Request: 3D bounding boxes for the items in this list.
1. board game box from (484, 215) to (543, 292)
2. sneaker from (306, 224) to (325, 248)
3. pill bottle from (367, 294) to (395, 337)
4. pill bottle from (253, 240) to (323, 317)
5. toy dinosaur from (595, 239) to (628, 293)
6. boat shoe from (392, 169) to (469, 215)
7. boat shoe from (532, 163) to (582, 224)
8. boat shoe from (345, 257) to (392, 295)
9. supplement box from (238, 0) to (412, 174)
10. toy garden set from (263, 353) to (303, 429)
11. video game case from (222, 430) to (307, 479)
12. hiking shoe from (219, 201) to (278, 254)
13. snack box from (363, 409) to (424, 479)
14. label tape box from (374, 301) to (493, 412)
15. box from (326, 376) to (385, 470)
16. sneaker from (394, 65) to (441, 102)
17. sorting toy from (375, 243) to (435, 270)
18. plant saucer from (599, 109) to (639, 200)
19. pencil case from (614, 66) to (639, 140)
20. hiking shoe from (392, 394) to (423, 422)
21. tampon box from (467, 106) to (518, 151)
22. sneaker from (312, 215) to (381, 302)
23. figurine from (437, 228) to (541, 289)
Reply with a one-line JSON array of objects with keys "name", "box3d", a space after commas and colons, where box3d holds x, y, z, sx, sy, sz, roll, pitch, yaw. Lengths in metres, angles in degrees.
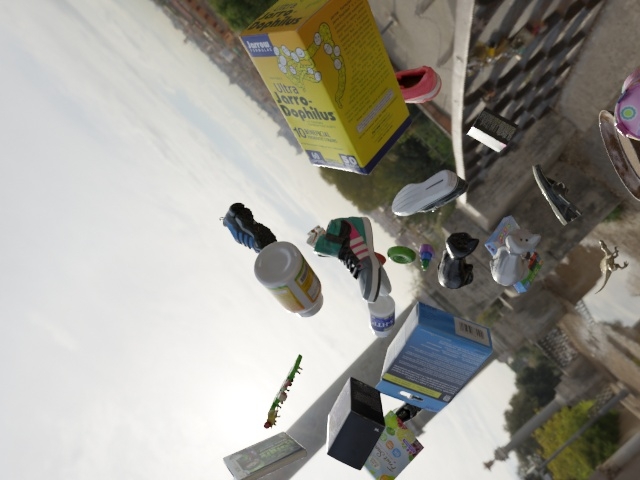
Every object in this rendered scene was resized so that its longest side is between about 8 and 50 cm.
[{"name": "board game box", "box3d": [0.664, 0.045, 1.651, 0.212, 0.160, 0.039, 51, 148, -9]}, {"name": "sneaker", "box3d": [0.000, 0.000, 1.830, 0.083, 0.084, 0.215, 54, -172, -11]}, {"name": "pill bottle", "box3d": [0.248, 0.310, 1.965, 0.112, 0.111, 0.187, 48, 159, 38]}, {"name": "pill bottle", "box3d": [-0.076, 0.120, 1.348, 0.136, 0.136, 0.246, 48, 173, 38]}, {"name": "toy dinosaur", "box3d": [0.941, 0.086, 1.568, 0.053, 0.183, 0.092, 12, 166, -8]}, {"name": "boat shoe", "box3d": [0.395, -0.151, 1.761, 0.119, 0.121, 0.335, 21, 160, -24]}, {"name": "boat shoe", "box3d": [0.811, -0.169, 1.668, 0.233, 0.079, 0.084, 58, -155, 1]}, {"name": "boat shoe", "box3d": [0.129, 0.071, 1.656, 0.302, 0.094, 0.109, 54, -153, -4]}, {"name": "supplement box", "box3d": [0.024, -0.348, 1.064, 0.194, 0.195, 0.357, 18, 151, 45]}, {"name": "toy garden set", "box3d": [-0.134, 0.585, 1.838, 0.049, 0.244, 0.204, 28, -160, 0]}, {"name": "video game case", "box3d": [-0.153, 0.583, 1.305, 0.173, 0.190, 0.022, -9, 95, 65]}, {"name": "hiking shoe", "box3d": [-0.284, -0.015, 2.003, 0.304, 0.132, 0.113, 51, -139, 4]}, {"name": "snack box", "box3d": [0.235, 0.745, 1.725, 0.174, 0.207, 0.070, 46, 159, 17]}, {"name": "label tape box", "box3d": [0.351, 0.387, 1.560, 0.249, 0.348, 0.115, 21, -144, -4]}, {"name": "box", "box3d": [0.099, 0.517, 1.384, 0.108, 0.153, 0.207, 27, -171, -2]}, {"name": "sneaker", "box3d": [0.207, -0.461, 1.483, 0.136, 0.313, 0.116, 11, -117, -69]}, {"name": "sorting toy", "box3d": [0.317, 0.109, 2.064, 0.365, 0.126, 0.127, -12, 141, 40]}, {"name": "plant saucer", "box3d": [0.962, -0.273, 1.508, 0.311, 0.050, 0.311, 52, -155, -37]}, {"name": "pencil case", "box3d": [0.689, -0.296, 1.015, 0.124, 0.124, 0.284, 44, -138, 7]}, {"name": "hiking shoe", "box3d": [0.388, 0.689, 1.997, 0.086, 0.227, 0.114, 49, 176, 6]}, {"name": "tampon box", "box3d": [0.729, -0.468, 2.051, 0.161, 0.102, 0.120, 32, 180, 7]}, {"name": "sneaker", "box3d": [0.069, 0.044, 1.402, 0.178, 0.124, 0.296, 4, -131, -13]}, {"name": "figurine", "box3d": [0.389, 0.034, 1.128, 0.209, 0.214, 0.093, 70, -163, -63]}]
